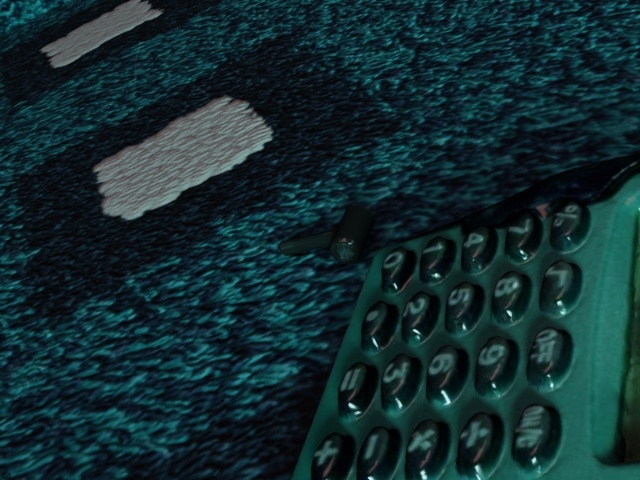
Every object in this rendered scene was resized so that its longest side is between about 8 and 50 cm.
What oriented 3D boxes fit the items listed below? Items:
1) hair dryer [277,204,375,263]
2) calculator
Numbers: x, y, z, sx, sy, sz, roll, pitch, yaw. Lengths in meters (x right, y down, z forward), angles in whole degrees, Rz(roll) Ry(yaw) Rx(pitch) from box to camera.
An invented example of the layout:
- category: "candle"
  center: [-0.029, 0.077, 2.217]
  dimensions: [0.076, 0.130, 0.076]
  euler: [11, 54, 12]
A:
- category: "hair dryer"
  center: [0.000, 0.000, 0.736]
  dimensions: [0.083, 0.026, 0.047]
  euler: [-11, 33, 30]
- category: "calculator"
  center: [0.112, 0.055, 0.497]
  dimensions: [0.274, 0.058, 0.248]
  euler: [-15, 33, 33]
